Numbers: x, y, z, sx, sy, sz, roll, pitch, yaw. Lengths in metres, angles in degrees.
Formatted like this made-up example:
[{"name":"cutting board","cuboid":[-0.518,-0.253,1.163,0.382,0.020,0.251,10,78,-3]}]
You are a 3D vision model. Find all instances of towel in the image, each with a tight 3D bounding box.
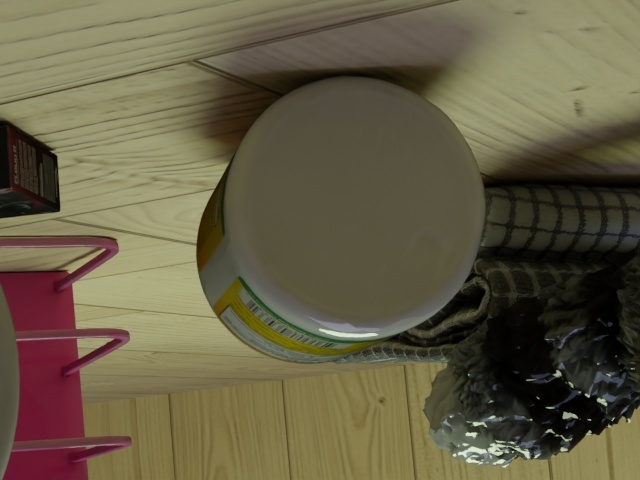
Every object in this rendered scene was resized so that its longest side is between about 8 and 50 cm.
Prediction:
[{"name":"towel","cuboid":[0.149,0.040,1.090,0.235,0.121,0.283,0,170,-24]}]

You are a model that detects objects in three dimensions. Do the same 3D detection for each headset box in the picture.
[{"name":"headset box","cuboid":[-0.167,-0.031,0.723,0.062,0.032,0.083,-6,173,6]}]

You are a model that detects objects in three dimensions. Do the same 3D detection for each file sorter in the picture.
[{"name":"file sorter","cuboid":[-0.235,0.150,1.040,0.202,0.291,0.182,-1,167,-27]}]

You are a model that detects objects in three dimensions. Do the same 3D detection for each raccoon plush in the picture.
[{"name":"raccoon plush","cuboid":[0.273,0.125,0.799,0.216,0.299,0.446,6,147,-32]}]

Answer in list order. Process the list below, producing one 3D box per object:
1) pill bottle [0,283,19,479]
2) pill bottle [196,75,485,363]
[{"name":"pill bottle","cuboid":[-0.330,0.075,0.715,0.363,0.210,0.210,-8,172,41]},{"name":"pill bottle","cuboid":[0.000,0.000,0.744,0.117,0.117,0.208,-4,171,-10]}]
